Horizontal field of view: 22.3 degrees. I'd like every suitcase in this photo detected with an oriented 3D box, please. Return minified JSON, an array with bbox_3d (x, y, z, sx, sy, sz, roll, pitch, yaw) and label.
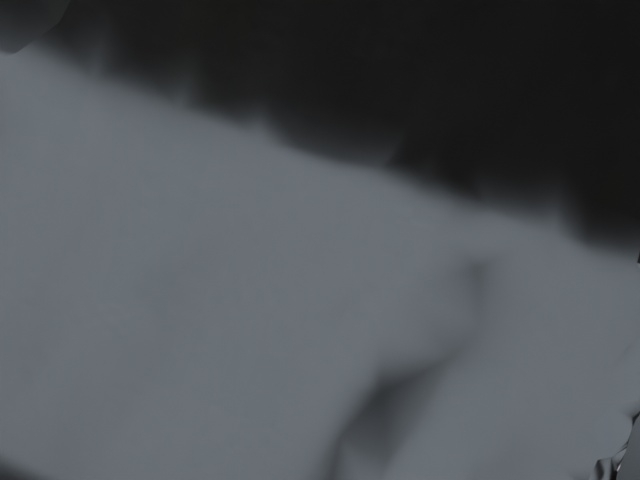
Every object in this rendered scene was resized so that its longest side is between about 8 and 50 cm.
[{"bbox_3d":[0.000,0.000,0.404,0.433,0.194,0.283,18,104,6],"label":"suitcase"}]
